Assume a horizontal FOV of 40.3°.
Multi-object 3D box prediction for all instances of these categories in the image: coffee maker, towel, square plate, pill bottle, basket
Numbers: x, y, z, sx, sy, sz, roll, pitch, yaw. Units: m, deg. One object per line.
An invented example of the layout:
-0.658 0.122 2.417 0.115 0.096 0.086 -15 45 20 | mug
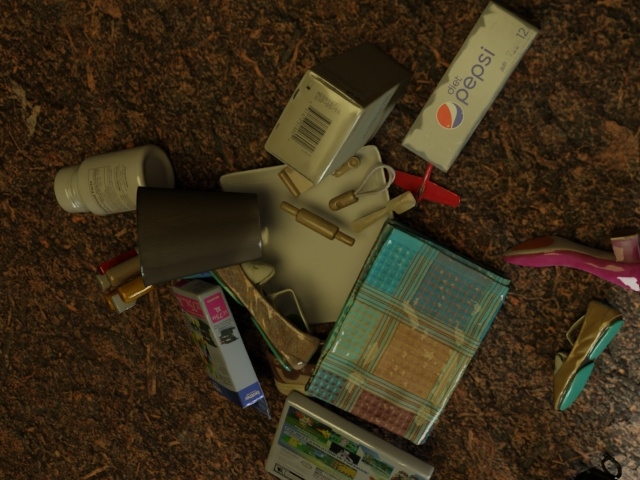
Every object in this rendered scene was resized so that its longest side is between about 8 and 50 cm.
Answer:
0.513 0.533 1.696 0.120 0.171 0.178 45 142 22 | coffee maker
0.164 0.178 1.646 0.271 0.040 0.370 26 97 -7 | towel
0.000 0.000 1.737 0.347 0.049 0.344 -9 106 24 | square plate
-0.431 -0.120 1.813 0.229 0.131 0.131 -7 107 24 | pill bottle
-0.229 -0.020 1.672 0.226 0.204 0.154 -6 153 -5 | basket

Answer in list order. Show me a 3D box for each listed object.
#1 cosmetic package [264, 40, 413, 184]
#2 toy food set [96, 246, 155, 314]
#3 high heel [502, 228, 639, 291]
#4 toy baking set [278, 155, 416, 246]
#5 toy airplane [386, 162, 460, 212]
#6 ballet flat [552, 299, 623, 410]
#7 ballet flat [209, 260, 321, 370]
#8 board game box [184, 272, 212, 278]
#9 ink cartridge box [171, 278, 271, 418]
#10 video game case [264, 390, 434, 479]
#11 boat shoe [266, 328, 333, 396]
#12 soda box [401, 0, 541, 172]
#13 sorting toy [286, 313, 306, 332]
0.039 -0.225 1.487 0.113 0.309 0.160 36 120 6 | cosmetic package
-0.413 0.083 1.894 0.111 0.104 0.232 62 157 2 | toy food set
0.456 0.050 1.565 0.244 0.082 0.117 -9 109 16 | high heel
0.040 -0.087 1.642 0.256 0.030 0.197 33 117 7 | toy baking set
0.199 -0.117 1.624 0.151 0.028 0.151 7 113 17 | toy airplane
0.482 0.211 1.626 0.073 0.080 0.232 42 120 34 | ballet flat
-0.111 0.113 1.741 0.106 0.107 0.316 -40 82 3 | ballet flat
-0.268 -0.001 1.842 0.210 0.047 0.160 -4 109 23 | board game box
-0.211 0.234 1.849 0.186 0.065 0.311 8 123 63 | ink cartridge box
0.050 0.485 1.859 0.329 0.036 0.300 27 137 10 | video game case
0.043 0.238 1.765 0.342 0.123 0.123 -7 118 30 | boat shoe
0.257 -0.264 1.495 0.098 0.091 0.286 33 113 6 | soda box
-0.083 0.180 1.791 0.102 0.042 0.061 12 116 18 | sorting toy
